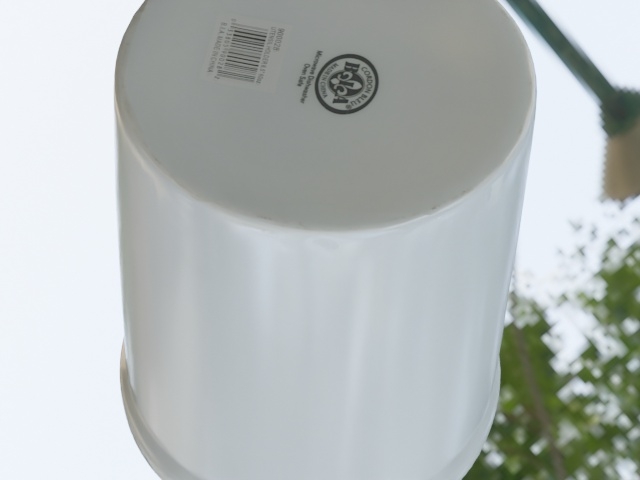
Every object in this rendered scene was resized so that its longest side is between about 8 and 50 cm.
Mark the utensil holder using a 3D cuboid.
[{"bbox_3d":[0.000,0.000,1.459,0.327,0.328,0.385,-57,163,-35],"label":"utensil holder"}]
